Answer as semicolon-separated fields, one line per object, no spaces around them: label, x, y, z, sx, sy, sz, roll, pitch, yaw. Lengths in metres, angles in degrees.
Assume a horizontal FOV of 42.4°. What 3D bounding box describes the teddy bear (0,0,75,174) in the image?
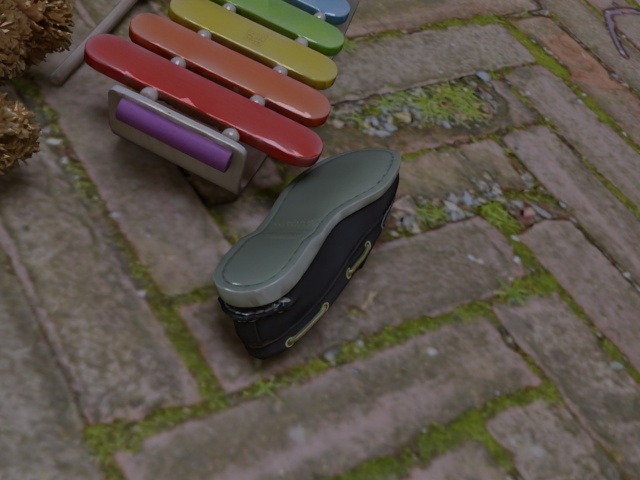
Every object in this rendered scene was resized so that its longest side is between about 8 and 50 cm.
teddy bear;-0.302;-0.123;0.552;0.338;0.113;0.245;-43;107;-44

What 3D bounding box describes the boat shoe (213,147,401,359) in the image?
boat shoe;0.000;0.000;0.641;0.081;0.068;0.228;7;35;32

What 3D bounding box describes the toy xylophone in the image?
toy xylophone;-0.094;-0.170;0.735;0.236;0.081;0.322;21;47;-4
